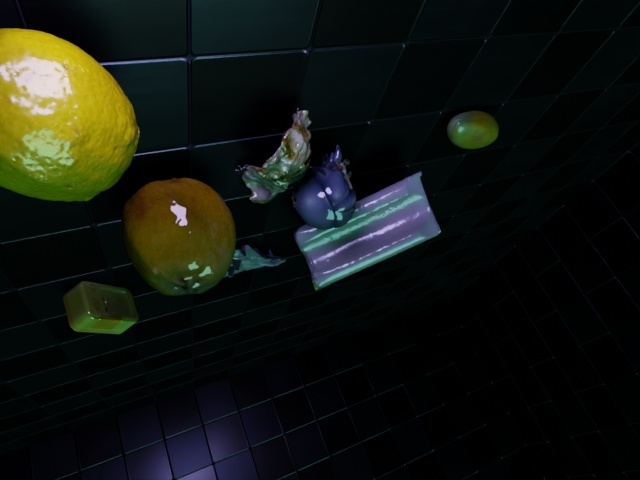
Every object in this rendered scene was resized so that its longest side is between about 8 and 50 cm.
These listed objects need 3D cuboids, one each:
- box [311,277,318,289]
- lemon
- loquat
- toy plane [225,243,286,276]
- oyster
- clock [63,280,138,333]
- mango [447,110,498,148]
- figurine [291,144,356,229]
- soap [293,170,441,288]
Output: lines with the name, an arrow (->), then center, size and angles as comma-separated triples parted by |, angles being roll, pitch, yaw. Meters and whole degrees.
box -> 0.005, 0.200, 2.215 | 0.088, 0.022, 0.156 | -21, 156, -6
lemon -> -0.427, -0.187, 0.718 | 0.245, 0.245, 0.320 | -29, 162, 11
loquat -> -0.344, -0.012, 1.120 | 0.275, 0.284, 0.276 | -17, 160, -6
toy plane -> -0.233, 0.063, 1.640 | 0.267, 0.088, 0.212 | -10, 155, -48
oyster -> -0.120, -0.182, 1.142 | 0.197, 0.133, 0.337 | -41, -176, -33
clock -> -0.692, 0.216, 1.440 | 0.096, 0.144, 0.202 | -33, 155, 13
mango -> 0.473, -0.347, 1.421 | 0.194, 0.092, 0.130 | 6, 144, -42
figurine -> 0.020, -0.137, 1.266 | 0.197, 0.175, 0.265 | -37, -164, 9
soap -> 0.155, -0.029, 1.513 | 0.434, 0.213, 0.350 | -24, -179, 3
